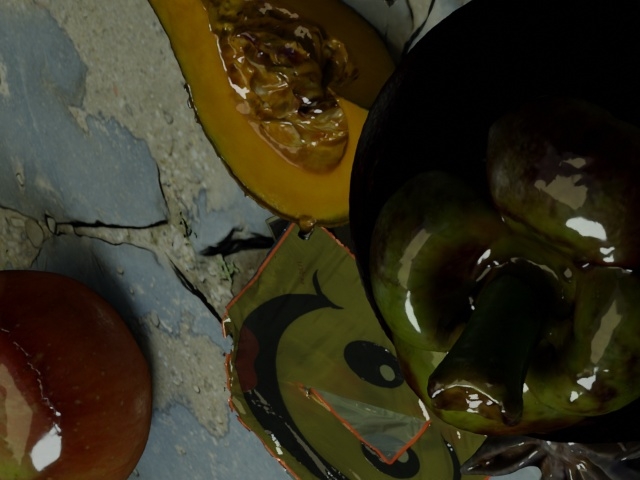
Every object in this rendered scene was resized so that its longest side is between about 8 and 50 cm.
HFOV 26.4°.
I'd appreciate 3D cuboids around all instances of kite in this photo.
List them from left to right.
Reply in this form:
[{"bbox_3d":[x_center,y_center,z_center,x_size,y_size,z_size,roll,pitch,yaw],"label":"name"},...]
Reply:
[{"bbox_3d":[0.038,0.141,1.207,0.327,0.013,0.378,13,124,34],"label":"kite"}]

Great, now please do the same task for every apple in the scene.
[{"bbox_3d":[-0.300,0.154,1.442,0.271,0.206,0.252,30,117,29],"label":"apple"}]

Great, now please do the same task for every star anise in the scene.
[{"bbox_3d":[0.199,0.137,1.017,0.262,0.081,0.230,-21,94,54],"label":"star anise"}]

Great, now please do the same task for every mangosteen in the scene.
[{"bbox_3d":[0.155,-0.024,0.816,0.296,0.313,0.297,-4,73,15],"label":"mangosteen"}]

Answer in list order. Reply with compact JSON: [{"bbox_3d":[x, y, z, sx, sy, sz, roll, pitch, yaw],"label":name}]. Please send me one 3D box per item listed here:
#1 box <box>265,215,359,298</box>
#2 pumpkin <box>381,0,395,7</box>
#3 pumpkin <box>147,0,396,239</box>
[{"bbox_3d":[0.000,0.000,1.186,0.079,0.035,0.083,-24,92,48],"label":"box"},{"bbox_3d":[0.048,-0.288,0.888,0.260,0.189,0.260,20,122,36],"label":"pumpkin"},{"bbox_3d":[-0.041,-0.126,1.121,0.278,0.111,0.163,36,136,16],"label":"pumpkin"}]
